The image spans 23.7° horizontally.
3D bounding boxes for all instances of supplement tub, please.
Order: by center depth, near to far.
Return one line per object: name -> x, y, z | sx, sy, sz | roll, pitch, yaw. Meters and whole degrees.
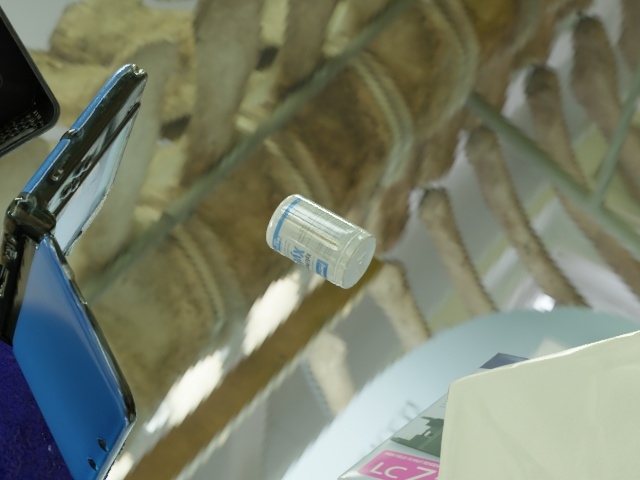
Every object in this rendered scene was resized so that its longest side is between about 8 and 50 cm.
supplement tub -> 0.000, 0.000, 1.706 | 0.071, 0.107, 0.071 | -47, -25, -30

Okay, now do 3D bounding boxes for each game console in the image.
game console -> -0.179, 0.040, 1.280 | 0.250, 0.173, 0.293 | -57, 2, -26

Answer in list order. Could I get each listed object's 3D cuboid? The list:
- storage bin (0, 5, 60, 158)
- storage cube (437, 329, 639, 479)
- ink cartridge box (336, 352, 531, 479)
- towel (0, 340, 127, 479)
storage bin -> -0.351, -0.172, 1.498 | 0.122, 0.084, 0.180 | -32, -61, -8
storage cube -> 0.176, 0.165, 0.708 | 0.193, 0.215, 0.183 | 40, -132, -32
ink cartridge box -> 0.169, 0.162, 1.162 | 0.311, 0.186, 0.065 | -25, -59, -54
towel -> -0.316, 0.232, 1.420 | 0.076, 0.228, 0.308 | -24, 33, 48
